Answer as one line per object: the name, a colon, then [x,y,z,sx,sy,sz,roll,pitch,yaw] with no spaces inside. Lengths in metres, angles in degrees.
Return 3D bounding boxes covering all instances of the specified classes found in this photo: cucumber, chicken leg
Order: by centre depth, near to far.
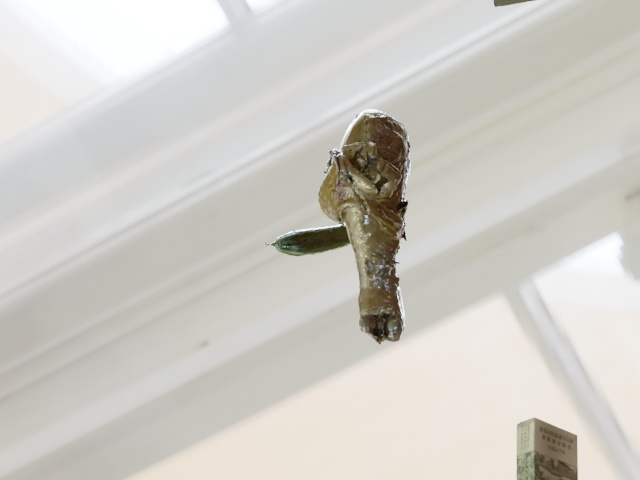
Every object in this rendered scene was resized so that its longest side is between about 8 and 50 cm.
chicken leg: [0.042,-0.015,1.641,0.125,0.081,0.196,-104,12,-68]
cucumber: [0.000,0.000,2.676,0.039,0.168,0.039,30,126,55]

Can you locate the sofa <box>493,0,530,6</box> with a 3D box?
sofa: [0.189,-0.275,1.671,0.060,0.085,0.147,65,-161,-47]

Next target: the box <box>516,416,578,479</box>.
box: [0.185,0.192,1.536,0.054,0.024,0.083,25,-125,-36]
